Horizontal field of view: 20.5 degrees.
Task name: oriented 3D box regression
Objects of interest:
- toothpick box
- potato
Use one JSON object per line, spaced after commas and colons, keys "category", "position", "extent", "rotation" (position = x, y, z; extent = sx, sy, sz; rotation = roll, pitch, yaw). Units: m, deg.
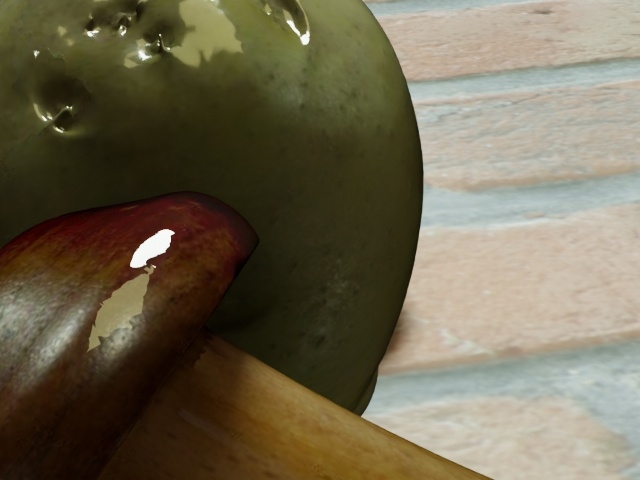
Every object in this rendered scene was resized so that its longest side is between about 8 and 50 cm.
{"category": "toothpick box", "position": [-0.018, 0.112, 0.656], "extent": [0.294, 0.192, 0.192], "rotation": [34, 26, -2]}
{"category": "potato", "position": [-0.079, -0.001, 0.856], "extent": [0.243, 0.326, 0.221], "rotation": [-3, 50, -14]}
